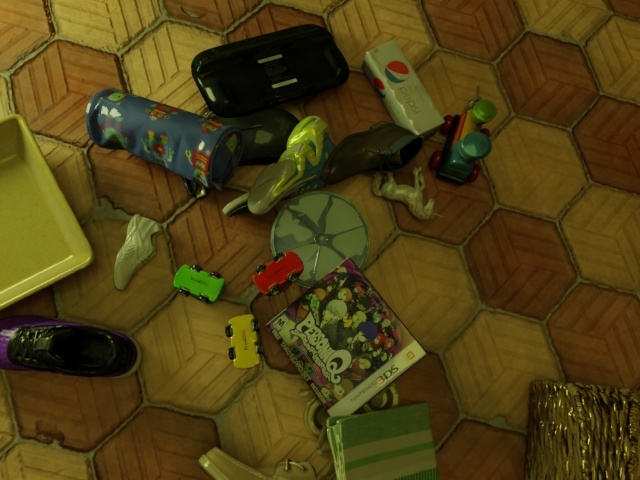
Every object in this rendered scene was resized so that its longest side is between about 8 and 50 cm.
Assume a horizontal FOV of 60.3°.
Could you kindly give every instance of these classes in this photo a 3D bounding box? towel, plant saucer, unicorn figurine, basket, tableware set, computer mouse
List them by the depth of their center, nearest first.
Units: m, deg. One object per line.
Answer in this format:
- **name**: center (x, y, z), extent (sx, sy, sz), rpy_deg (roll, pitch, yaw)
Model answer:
- **towel**: center (0.123, 0.465, 0.968), extent (0.247, 0.038, 0.325), rpy_deg (5, 73, -37)
- **basket**: center (0.514, 0.411, 0.982), extent (0.222, 0.213, 0.300), rpy_deg (11, 77, -3)
- **plant saucer**: center (-0.631, -0.020, 1.022), extent (0.332, 0.081, 0.333), rpy_deg (-29, 83, -12)
- **tableware set**: center (0.063, 0.318, 1.043), extent (0.194, 0.039, 0.128), rpy_deg (-17, 80, -10)
- **computer mouse**: center (-0.159, -0.203, 1.118), extent (0.272, 0.072, 0.189), rpy_deg (-14, 78, -9)
- **unicorn figurine**: center (0.183, -0.103, 1.147), extent (0.161, 0.060, 0.111), rpy_deg (10, 76, 13)

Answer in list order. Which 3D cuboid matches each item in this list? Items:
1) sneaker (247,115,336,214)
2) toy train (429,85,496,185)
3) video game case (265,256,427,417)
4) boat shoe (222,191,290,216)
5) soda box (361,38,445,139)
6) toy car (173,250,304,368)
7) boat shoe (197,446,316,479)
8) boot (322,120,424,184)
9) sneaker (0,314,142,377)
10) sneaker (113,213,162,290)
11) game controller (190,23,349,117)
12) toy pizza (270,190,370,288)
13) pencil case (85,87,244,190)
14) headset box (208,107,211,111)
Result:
- **sneaker**: center (-0.037, -0.124, 1.083), extent (0.126, 0.091, 0.240), rpy_deg (45, 71, -33)
- **toy train**: center (0.319, -0.251, 1.145), extent (0.105, 0.143, 0.248), rpy_deg (20, 76, -2)
- **video game case**: center (0.045, 0.184, 1.027), extent (0.210, 0.042, 0.232), rpy_deg (-39, 74, 3)
- **boat shoe**: center (-0.126, -0.078, 1.107), extent (0.142, 0.049, 0.040), rpy_deg (-26, 82, -13)
- **soda box**: center (0.174, -0.315, 1.182), extent (0.073, 0.069, 0.216), rpy_deg (-27, 81, -11)
- **toy car**: center (-0.169, 0.106, 1.044), extent (0.224, 0.053, 0.239), rpy_deg (19, 69, 13)
- **boat shoe**: center (-0.053, 0.441, 0.969), extent (0.341, 0.121, 0.110), rpy_deg (34, 69, -9)
- **boot**: center (0.107, -0.171, 1.096), extent (0.219, 0.082, 0.106), rpy_deg (-39, 42, -27)
- **sneaker**: center (-0.471, 0.181, 0.960), extent (0.293, 0.146, 0.102), rpy_deg (6, 77, -5)
- **sneaker**: center (-0.352, 0.026, 1.056), extent (0.061, 0.054, 0.152), rpy_deg (17, 76, -5)
- **game controller**: center (-0.099, -0.355, 1.140), extent (0.319, 0.067, 0.167), rpy_deg (-22, 78, -18)
- **toy pizza**: center (0.000, 0.000, 1.111), extent (0.201, 0.032, 0.202), rpy_deg (1, 79, -5)
- **pencil case**: center (-0.291, -0.191, 1.044), extent (0.305, 0.133, 0.119), rpy_deg (21, 43, 16)
- **headset box**: center (-0.204, -0.313, 1.153), extent (0.062, 0.032, 0.083), rpy_deg (-2, 67, -8)
